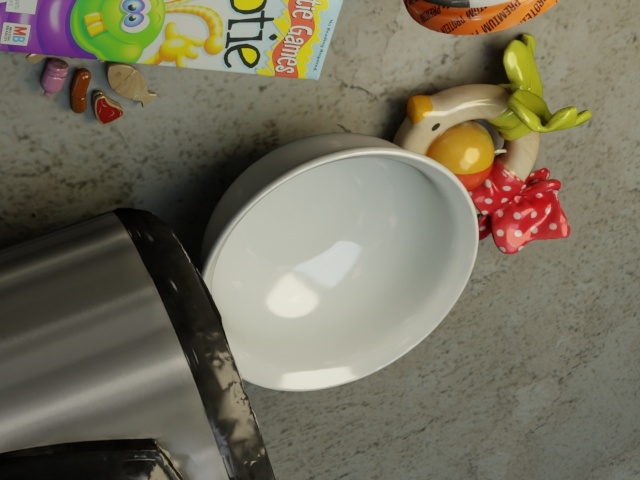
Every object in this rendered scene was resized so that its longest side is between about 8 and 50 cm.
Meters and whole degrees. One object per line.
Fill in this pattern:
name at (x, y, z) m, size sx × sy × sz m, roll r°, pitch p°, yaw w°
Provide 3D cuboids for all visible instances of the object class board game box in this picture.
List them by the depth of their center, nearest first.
board game box at (-0.128, -0.230, 0.926) m, size 0.275 × 0.142 × 0.144 m, roll 0°, pitch 124°, yaw -29°

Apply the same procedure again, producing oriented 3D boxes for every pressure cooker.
pressure cooker at (-0.279, 0.201, 1.024) m, size 0.420 × 0.370 × 0.375 m, roll -19°, pitch 159°, yaw -14°

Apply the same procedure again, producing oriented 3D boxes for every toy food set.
toy food set at (-0.207, -0.146, 1.034) m, size 0.078 × 0.019 × 0.122 m, roll -37°, pitch 141°, yaw 1°

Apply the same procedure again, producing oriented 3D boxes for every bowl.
bowl at (0.000, 0.000, 1.178) m, size 0.298 × 0.134 × 0.298 m, roll -14°, pitch 131°, yaw -16°

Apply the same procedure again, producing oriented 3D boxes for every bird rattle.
bird rattle at (0.172, -0.094, 1.248) m, size 0.207 × 0.143 × 0.253 m, roll -4°, pitch 140°, yaw -13°

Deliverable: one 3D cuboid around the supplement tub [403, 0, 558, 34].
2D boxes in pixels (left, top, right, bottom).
supplement tub at (0.100, -0.344, 0.923) m, size 0.207 × 0.207 × 0.338 m, roll -30°, pitch 133°, yaw -5°
